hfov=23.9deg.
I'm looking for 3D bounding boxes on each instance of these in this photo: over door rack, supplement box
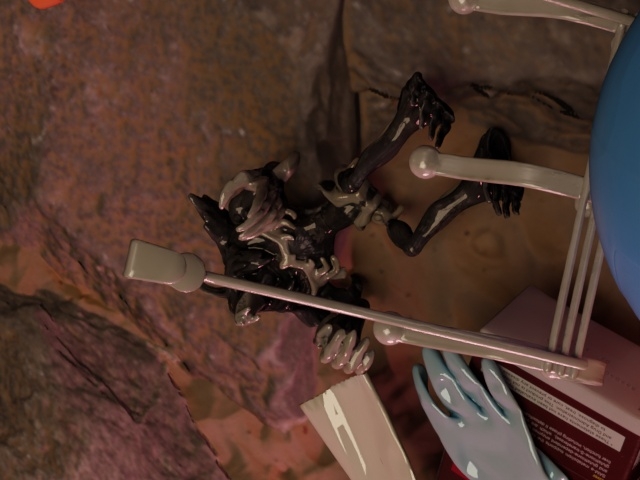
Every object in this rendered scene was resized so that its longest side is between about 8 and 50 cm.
[{"bbox_3d":[0.047,-0.060,0.904,0.108,0.324,0.239,2,78,64],"label":"over door rack"},{"bbox_3d":[0.156,0.165,1.064,0.130,0.073,0.239,30,130,23],"label":"supplement box"}]

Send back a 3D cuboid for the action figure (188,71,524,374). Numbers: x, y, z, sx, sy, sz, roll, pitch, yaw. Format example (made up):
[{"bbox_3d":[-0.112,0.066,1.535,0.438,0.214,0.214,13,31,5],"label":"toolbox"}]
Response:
[{"bbox_3d":[0.000,0.000,1.067,0.276,0.141,0.164,-37,102,32],"label":"action figure"}]

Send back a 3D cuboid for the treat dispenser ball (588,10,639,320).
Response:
[{"bbox_3d":[0.290,-0.040,0.810,0.288,0.288,0.288,10,115,23],"label":"treat dispenser ball"}]

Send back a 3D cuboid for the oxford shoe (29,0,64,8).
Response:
[{"bbox_3d":[-0.204,-0.310,1.084,0.098,0.097,0.271,-15,108,11],"label":"oxford shoe"}]

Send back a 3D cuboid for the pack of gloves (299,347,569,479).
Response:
[{"bbox_3d":[0.093,0.190,1.048,0.195,0.046,0.232,-32,92,48],"label":"pack of gloves"}]
